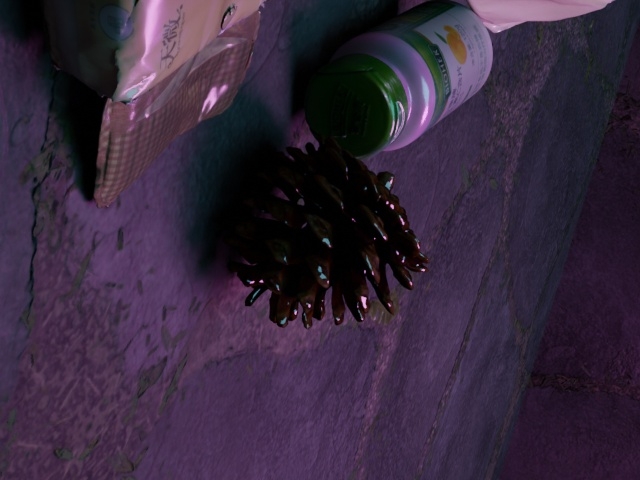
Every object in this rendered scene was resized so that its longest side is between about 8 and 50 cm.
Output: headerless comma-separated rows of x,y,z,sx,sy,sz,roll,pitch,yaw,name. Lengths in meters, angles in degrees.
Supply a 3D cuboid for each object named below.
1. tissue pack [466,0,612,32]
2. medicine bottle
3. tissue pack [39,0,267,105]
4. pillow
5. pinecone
0.214,-0.436,1.114,0.380,0.207,0.297,29,54,-65,tissue pack
0.089,-0.182,1.154,0.274,0.133,0.134,-39,137,-51,medicine bottle
-0.114,-0.252,0.688,0.215,0.123,0.257,-50,155,-46,tissue pack
-0.115,-0.122,0.835,0.211,0.034,0.135,-48,163,-43,pillow
0.000,0.000,1.014,0.208,0.207,0.208,-43,141,-49,pinecone
